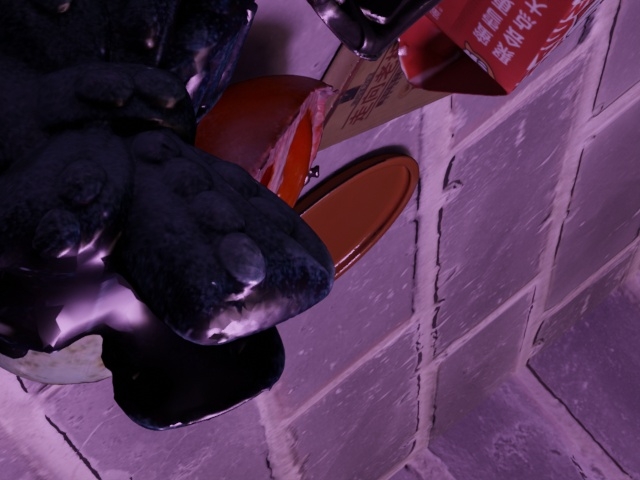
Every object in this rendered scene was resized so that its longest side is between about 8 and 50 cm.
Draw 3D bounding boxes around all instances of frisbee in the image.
[{"bbox_3d":[0.000,0.000,1.764,0.251,0.021,0.251,-38,164,-13],"label":"frisbee"}]

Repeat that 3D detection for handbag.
[{"bbox_3d":[0.175,-0.229,1.360,0.171,0.151,0.298,-38,167,-32],"label":"handbag"}]

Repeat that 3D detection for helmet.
[{"bbox_3d":[0.035,-0.219,1.155,0.153,0.107,0.177,-37,144,-5],"label":"helmet"}]

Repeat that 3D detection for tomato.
[{"bbox_3d":[-0.080,-0.043,1.308,0.228,0.112,0.199,-55,169,-54],"label":"tomato"}]

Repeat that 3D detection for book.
[{"bbox_3d":[0.083,-0.161,1.535,0.231,0.026,0.161,-26,158,-41],"label":"book"}]

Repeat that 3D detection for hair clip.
[{"bbox_3d":[-0.123,-0.050,0.973,0.206,0.310,0.194,3,143,-21],"label":"hair clip"}]

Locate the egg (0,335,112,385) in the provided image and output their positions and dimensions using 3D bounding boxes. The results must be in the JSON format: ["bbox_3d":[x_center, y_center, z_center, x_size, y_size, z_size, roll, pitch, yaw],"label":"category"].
[{"bbox_3d":[-0.169,0.014,1.170,0.169,0.169,0.231,-33,176,-26],"label":"egg"}]
